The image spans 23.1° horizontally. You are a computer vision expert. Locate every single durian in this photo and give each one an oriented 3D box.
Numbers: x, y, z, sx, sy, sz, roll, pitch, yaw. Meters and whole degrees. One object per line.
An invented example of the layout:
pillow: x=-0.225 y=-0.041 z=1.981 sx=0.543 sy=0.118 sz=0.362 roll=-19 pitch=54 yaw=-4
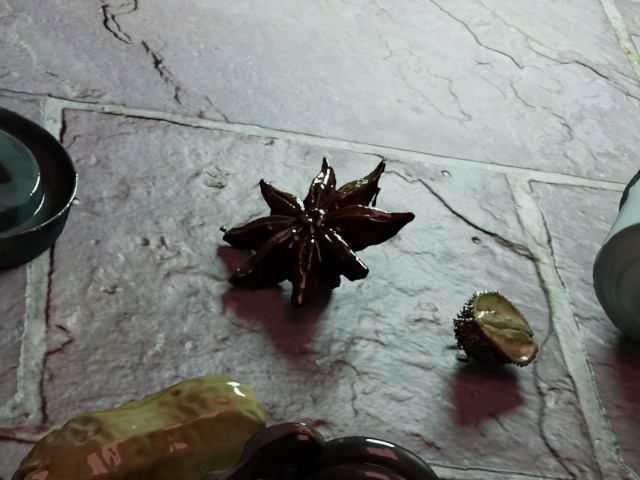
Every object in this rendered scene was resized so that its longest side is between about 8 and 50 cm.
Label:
durian: x=0.209 y=0.122 z=1.996 sx=0.140 sy=0.071 sz=0.110 roll=13 pitch=43 yaw=-49

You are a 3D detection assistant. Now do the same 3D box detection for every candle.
candle: x=0.492 y=0.020 z=2.135 sx=0.221 sy=0.221 sz=0.342 roll=25 pitch=40 yaw=11

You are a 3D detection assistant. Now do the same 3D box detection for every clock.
clock: x=-0.464 y=-0.075 z=1.992 sx=0.312 sy=0.061 sz=0.313 roll=11 pitch=36 yaw=-8

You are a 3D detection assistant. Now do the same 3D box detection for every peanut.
peanut: x=-0.190 y=0.228 z=1.647 sx=0.290 sy=0.130 sz=0.130 roll=-15 pitch=46 yaw=-29

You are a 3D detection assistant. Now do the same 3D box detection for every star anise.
star anise: x=0.000 y=0.000 z=2.056 sx=0.271 sy=0.103 sz=0.272 roll=-11 pitch=43 yaw=11

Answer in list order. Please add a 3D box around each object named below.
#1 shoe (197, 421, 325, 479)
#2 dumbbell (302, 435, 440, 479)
shoe: x=-0.060 y=0.255 z=1.541 sx=0.071 sy=0.169 sz=0.099 roll=48 pitch=11 yaw=-35
dumbbell: x=0.025 y=0.353 z=1.521 sx=0.179 sy=0.179 sz=0.406 roll=17 pitch=36 yaw=-1
